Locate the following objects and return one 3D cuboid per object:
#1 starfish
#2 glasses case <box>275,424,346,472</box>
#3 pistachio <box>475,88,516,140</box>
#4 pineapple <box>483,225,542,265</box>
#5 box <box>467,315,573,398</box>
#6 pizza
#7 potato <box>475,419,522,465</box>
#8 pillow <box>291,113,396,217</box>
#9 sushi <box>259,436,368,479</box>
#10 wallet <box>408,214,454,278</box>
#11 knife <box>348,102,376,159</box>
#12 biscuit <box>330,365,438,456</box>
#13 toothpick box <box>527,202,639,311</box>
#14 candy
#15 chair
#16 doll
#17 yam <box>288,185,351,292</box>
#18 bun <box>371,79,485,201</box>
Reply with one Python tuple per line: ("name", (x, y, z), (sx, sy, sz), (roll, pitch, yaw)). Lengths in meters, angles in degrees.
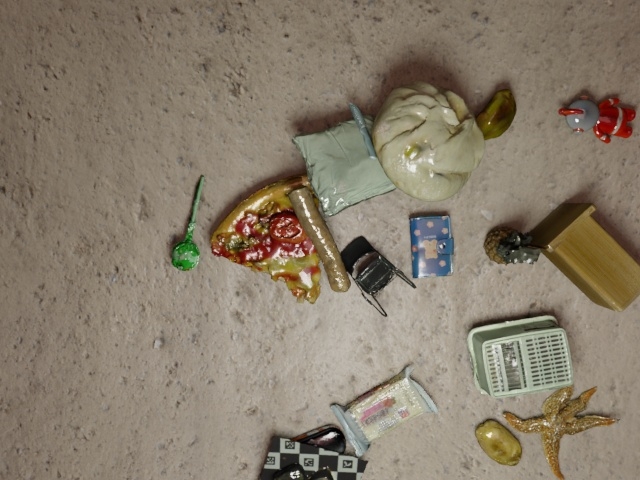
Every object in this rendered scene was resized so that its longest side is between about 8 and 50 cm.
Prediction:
("starfish", (0.793, 0.583, 1.451), (0.293, 0.084, 0.301), (-42, 85, 4))
("glasses case", (-0.043, 0.699, 1.500), (0.266, 0.067, 0.103), (-22, 96, 3))
("pistachio", (0.552, -0.386, 1.425), (0.110, 0.100, 0.189), (41, 90, -22))
("pineapple", (0.579, 0.023, 1.363), (0.128, 0.248, 0.128), (0, 93, 5))
("box", (0.615, 0.361, 1.410), (0.290, 0.166, 0.221), (-10, 91, 3))
("pizza", (-0.104, 0.017, 1.456), (0.440, 0.130, 0.406), (-34, 88, 3))
("potato", (0.579, 0.659, 1.465), (0.107, 0.080, 0.170), (-41, 88, -10))
("pillow", (0.093, -0.249, 1.407), (0.310, 0.138, 0.283), (-23, 81, -16))
("sushi", (-0.048, 0.826, 1.458), (0.320, 0.069, 0.339), (18, 104, -3))
("wallet", (0.362, 0.018, 1.466), (0.141, 0.059, 0.202), (-3, 91, 1))
("knife", (0.129, -0.333, 1.366), (0.028, 0.015, 0.210), (-14, 69, -9))
("biscuit", (0.209, 0.555, 1.480), (0.309, 0.079, 0.186), (-30, 88, 2))
("toothpick box", (0.822, 0.054, 1.390), (0.308, 0.187, 0.190), (44, 92, -3))
("candy", (-0.425, -0.059, 1.498), (0.097, 0.097, 0.324), (9, 84, 2))
("chair", (0.172, 0.109, 1.460), (0.140, 0.221, 0.145), (-44, 132, 2))
("doll", (0.865, -0.385, 1.425), (0.245, 0.076, 0.142), (8, 91, -1))
("yam", (0.000, 0.000, 1.384), (0.081, 0.081, 0.357), (-23, 105, 3))
("bun", (0.333, -0.300, 1.333), (0.365, 0.219, 0.365), (8, 72, -25))
